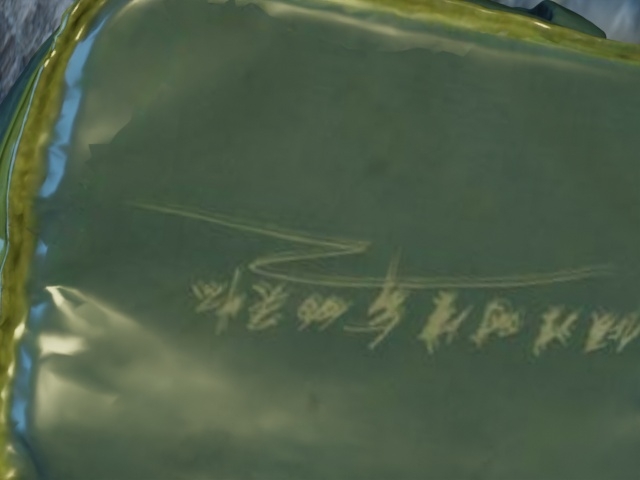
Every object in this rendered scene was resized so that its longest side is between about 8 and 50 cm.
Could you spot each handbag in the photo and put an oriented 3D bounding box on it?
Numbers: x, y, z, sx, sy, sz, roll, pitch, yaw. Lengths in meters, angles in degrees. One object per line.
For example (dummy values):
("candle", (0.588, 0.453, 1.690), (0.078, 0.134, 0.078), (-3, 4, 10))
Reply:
("handbag", (0.000, 0.000, 0.591), (0.241, 0.263, 0.222), (-151, 73, -78))
